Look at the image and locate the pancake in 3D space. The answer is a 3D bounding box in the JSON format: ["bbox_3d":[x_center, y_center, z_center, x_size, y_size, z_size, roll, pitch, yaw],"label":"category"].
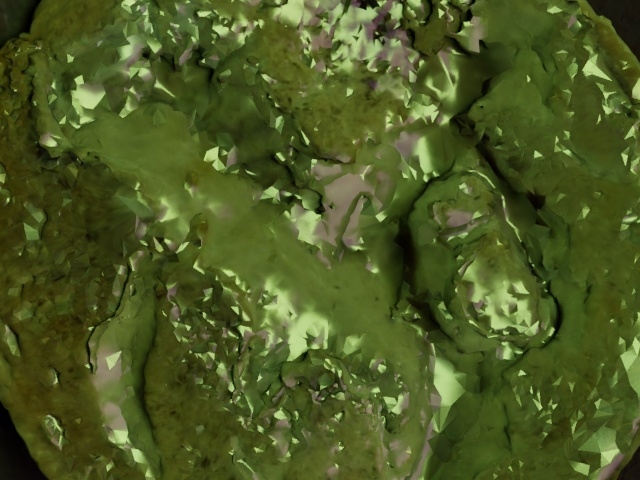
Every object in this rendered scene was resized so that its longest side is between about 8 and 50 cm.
[{"bbox_3d":[0.001,0.000,0.871,0.387,0.082,0.386,0,88,-2],"label":"pancake"}]
